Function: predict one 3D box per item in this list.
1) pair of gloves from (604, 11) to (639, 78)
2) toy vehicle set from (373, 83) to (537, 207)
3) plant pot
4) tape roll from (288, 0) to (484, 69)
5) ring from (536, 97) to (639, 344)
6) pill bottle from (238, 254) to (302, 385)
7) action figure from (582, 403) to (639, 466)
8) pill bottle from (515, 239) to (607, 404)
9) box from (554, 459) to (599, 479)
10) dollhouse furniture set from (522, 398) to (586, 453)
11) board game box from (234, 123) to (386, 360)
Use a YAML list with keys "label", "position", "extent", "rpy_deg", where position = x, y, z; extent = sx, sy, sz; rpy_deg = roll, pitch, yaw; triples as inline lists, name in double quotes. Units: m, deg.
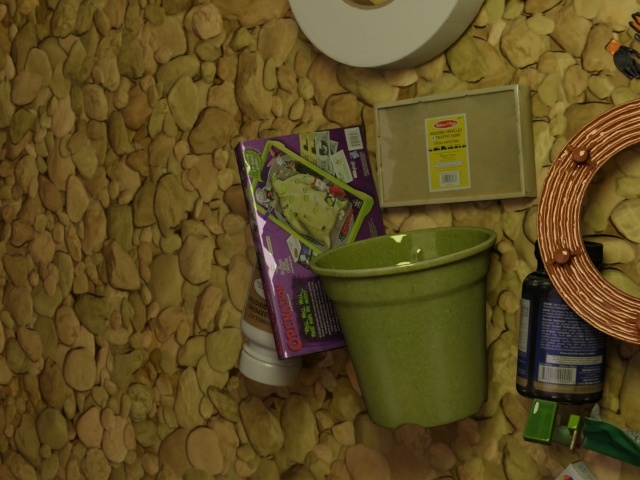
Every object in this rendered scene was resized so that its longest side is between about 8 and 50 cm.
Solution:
- label: "pair of gloves"
  position: [0.435, -0.268, 1.733]
  extent: [0.074, 0.010, 0.083]
  rpy_deg: [52, 123, 25]
- label: "toy vehicle set"
  position: [0.200, -0.139, 1.918]
  extent: [0.267, 0.035, 0.166]
  rpy_deg: [-3, 90, 40]
- label: "plant pot"
  position: [0.139, 0.132, 1.859]
  extent: [0.276, 0.276, 0.254]
  rpy_deg: [-2, 102, 40]
- label: "tape roll"
  position: [0.101, -0.460, 1.955]
  extent: [0.392, 0.072, 0.392]
  rpy_deg: [1, 92, 42]
- label: "ring"
  position: [0.446, -0.030, 1.647]
  extent: [0.336, 0.032, 0.337]
  rpy_deg: [-3, 81, 21]
- label: "pill bottle"
  position: [-0.062, 0.116, 2.086]
  extent: [0.131, 0.131, 0.229]
  rpy_deg: [25, 108, 36]
- label: "action figure"
  position: [0.466, 0.288, 1.679]
  extent: [0.232, 0.137, 0.063]
  rpy_deg: [23, 78, 21]
- label: "pill bottle"
  position: [0.339, 0.110, 1.759]
  extent: [0.123, 0.123, 0.219]
  rpy_deg: [8, 97, 39]
- label: "box"
  position: [0.379, 0.431, 1.796]
  extent: [0.186, 0.038, 0.145]
  rpy_deg: [50, 121, 25]
- label: "dollhouse furniture set"
  position: [0.323, 0.275, 1.756]
  extent: [0.076, 0.152, 0.058]
  rpy_deg: [9, 66, 24]
- label: "board game box"
  position: [0.000, 0.000, 1.989]
  extent: [0.056, 0.208, 0.347]
  rpy_deg: [150, 110, -67]
